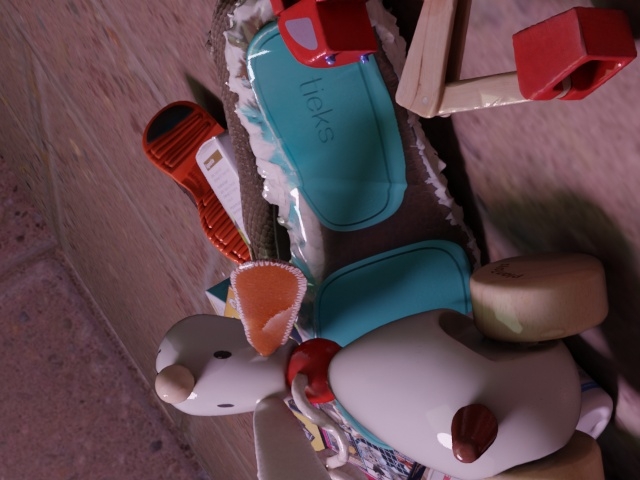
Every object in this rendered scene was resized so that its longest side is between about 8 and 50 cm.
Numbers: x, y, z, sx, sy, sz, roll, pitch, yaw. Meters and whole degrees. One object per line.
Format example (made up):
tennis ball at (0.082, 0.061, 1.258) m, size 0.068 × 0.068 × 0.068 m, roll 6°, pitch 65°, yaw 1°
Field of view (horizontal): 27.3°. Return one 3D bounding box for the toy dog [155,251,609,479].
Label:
toy dog at (0.024, 0.104, 0.823) m, size 0.333 × 0.161 × 0.220 m, roll -25°, pitch 87°, yaw 31°

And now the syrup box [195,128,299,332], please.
syrup box at (0.000, 0.000, 1.097) m, size 0.237 × 0.093 × 0.096 m, roll 59°, pitch 164°, yaw -1°

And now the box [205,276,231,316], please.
box at (-0.044, 0.107, 1.467) m, size 0.244 × 0.060 × 0.100 m, roll 23°, pitch 141°, yaw 63°

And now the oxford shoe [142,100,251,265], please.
oxford shoe at (-0.071, -0.038, 1.279) m, size 0.271 × 0.097 × 0.098 m, roll 50°, pitch -178°, yaw 41°

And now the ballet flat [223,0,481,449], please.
ballet flat at (0.035, -0.033, 0.940) m, size 0.147 × 0.147 × 0.409 m, roll 40°, pitch 153°, yaw 46°

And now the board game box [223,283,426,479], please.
board game box at (0.002, 0.152, 1.296) m, size 0.243 × 0.042 × 0.165 m, roll 39°, pitch 145°, yaw 18°

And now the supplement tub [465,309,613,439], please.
supplement tub at (0.141, 0.098, 0.905) m, size 0.107 × 0.071 × 0.071 m, roll 47°, pitch 160°, yaw 33°

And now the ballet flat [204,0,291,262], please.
ballet flat at (-0.047, -0.074, 1.014) m, size 0.084 × 0.058 × 0.250 m, roll -12°, pitch -88°, yaw -65°

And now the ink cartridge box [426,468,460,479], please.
ink cartridge box at (0.153, 0.235, 0.941) m, size 0.093 × 0.154 × 0.212 m, roll 22°, pitch 180°, yaw -29°

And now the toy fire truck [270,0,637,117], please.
toy fire truck at (0.059, -0.116, 0.694) m, size 0.192 × 0.047 × 0.135 m, roll -24°, pitch 79°, yaw 43°
